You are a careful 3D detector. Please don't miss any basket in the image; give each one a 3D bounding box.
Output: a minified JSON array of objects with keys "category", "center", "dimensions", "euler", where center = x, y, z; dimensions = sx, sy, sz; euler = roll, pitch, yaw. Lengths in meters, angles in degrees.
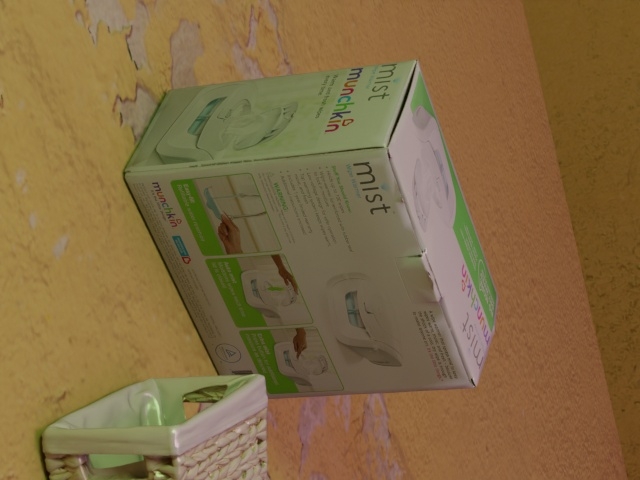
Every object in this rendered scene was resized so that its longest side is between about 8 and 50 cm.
[{"category":"basket","center":[-0.114,0.167,1.287],"dimensions":[0.167,0.113,0.103],"euler":[-25,110,-67]}]

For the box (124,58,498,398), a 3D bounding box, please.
[{"category":"box","center":[0.000,0.000,1.451],"dimensions":[0.127,0.231,0.262],"euler":[-70,146,-46]}]
